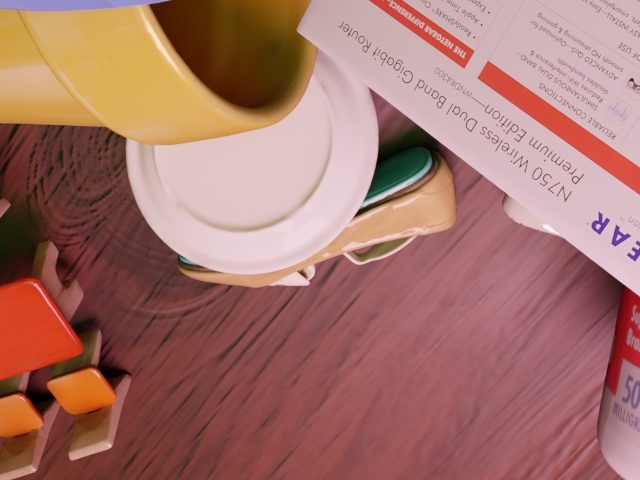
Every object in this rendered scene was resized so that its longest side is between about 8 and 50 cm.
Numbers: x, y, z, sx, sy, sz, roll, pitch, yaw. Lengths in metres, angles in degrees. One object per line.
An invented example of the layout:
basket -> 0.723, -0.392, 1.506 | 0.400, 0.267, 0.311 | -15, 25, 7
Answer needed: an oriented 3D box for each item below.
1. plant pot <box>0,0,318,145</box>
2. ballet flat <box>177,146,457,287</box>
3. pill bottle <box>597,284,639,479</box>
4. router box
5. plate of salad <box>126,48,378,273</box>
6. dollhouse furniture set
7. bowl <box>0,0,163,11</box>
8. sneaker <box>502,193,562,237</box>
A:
plant pot -> -0.161, -0.177, 0.689 | 0.238, 0.254, 0.254 | -9, 112, 25
ballet flat -> 0.000, 0.000, 0.827 | 0.232, 0.080, 0.073 | -19, 126, 15
pill bottle -> 0.327, -0.028, 0.675 | 0.228, 0.229, 0.408 | 9, 99, 3
router box -> 0.184, -0.159, 0.578 | 0.335, 0.082, 0.301 | 42, 115, 26
plate of salad -> -0.052, -0.073, 0.797 | 0.199, 0.048, 0.200 | -1, 86, 14
dollhouse furniture set -> -0.319, 0.095, 0.836 | 0.259, 0.135, 0.262 | -19, 122, 14
bowl -> -0.129, -0.285, 0.517 | 0.391, 0.391, 0.077 | 12, 150, 1
sneaker -> 0.223, -0.038, 0.793 | 0.152, 0.058, 0.085 | 19, 122, 5
